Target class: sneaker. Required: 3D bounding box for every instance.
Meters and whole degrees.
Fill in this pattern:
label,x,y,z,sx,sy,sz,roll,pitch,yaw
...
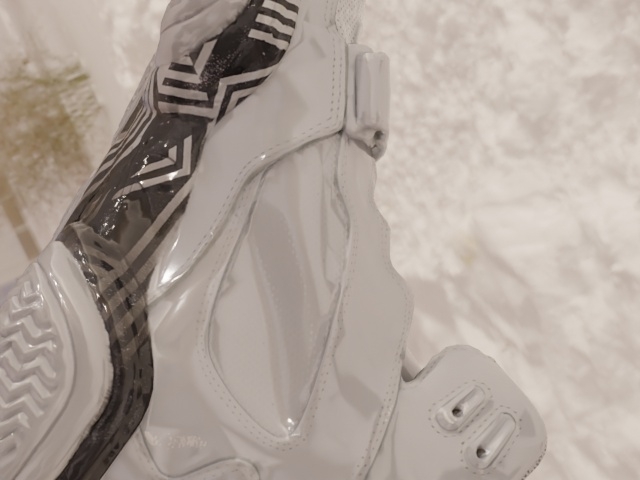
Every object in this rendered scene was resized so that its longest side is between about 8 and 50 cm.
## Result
label,x,y,z,sx,sy,sz,roll,pitch,yaw
sneaker,0.000,0.000,0.451,0.210,0.365,0.137,28,164,-10
